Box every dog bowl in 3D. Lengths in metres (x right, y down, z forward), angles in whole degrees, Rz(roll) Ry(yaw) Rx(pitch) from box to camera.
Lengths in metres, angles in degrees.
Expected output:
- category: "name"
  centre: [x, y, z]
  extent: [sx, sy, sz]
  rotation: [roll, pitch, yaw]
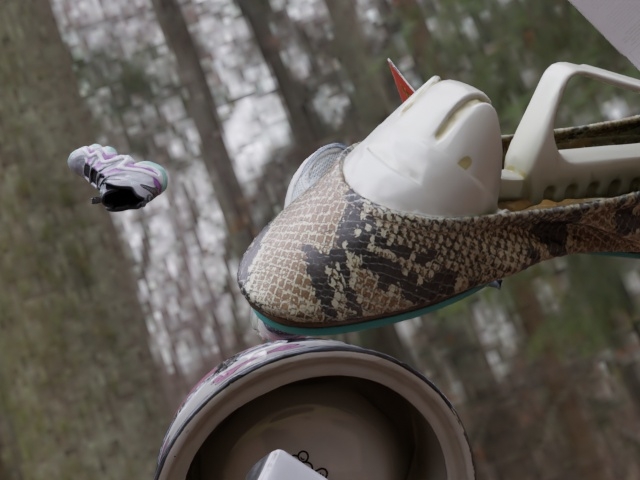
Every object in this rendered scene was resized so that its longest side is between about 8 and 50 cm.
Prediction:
- category: "dog bowl"
  centre: [-0.022, 0.301, 2.027]
  extent: [0.408, 0.408, 0.150]
  rotation: [-17, 20, -10]

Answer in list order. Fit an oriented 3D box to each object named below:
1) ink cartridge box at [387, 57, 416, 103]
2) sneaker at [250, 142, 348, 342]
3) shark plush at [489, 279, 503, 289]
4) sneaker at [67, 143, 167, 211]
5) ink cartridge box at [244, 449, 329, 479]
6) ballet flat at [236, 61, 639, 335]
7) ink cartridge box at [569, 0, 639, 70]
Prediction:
- category: "ink cartridge box"
  centre: [0.161, -0.088, 2.236]
  extent: [0.060, 0.239, 0.275]
  rotation: [-36, -28, -4]
- category: "sneaker"
  centre: [0.000, 0.000, 2.131]
  extent: [0.110, 0.283, 0.122]
  rotation: [19, -17, -8]
- category: "shark plush"
  centre: [0.129, 0.025, 1.889]
  extent: [0.161, 0.073, 0.067]
  rotation: [7, -57, 3]
- category: "sneaker"
  centre: [-0.193, -0.051, 1.470]
  extent: [0.069, 0.098, 0.038]
  rotation: [-54, -30, -51]
- category: "ink cartridge box"
  centre: [0.079, 0.307, 1.057]
  extent: [0.175, 0.371, 0.069]
  rotation: [-61, 6, -34]
- category: "ballet flat"
  centre: [0.158, -0.056, 1.307]
  extent: [0.483, 0.164, 0.182]
  rotation: [-9, -54, -28]
- category: "ink cartridge box"
  centre: [0.435, -0.285, 2.015]
  extent: [0.171, 0.235, 0.056]
  rotation: [-44, 3, 24]
